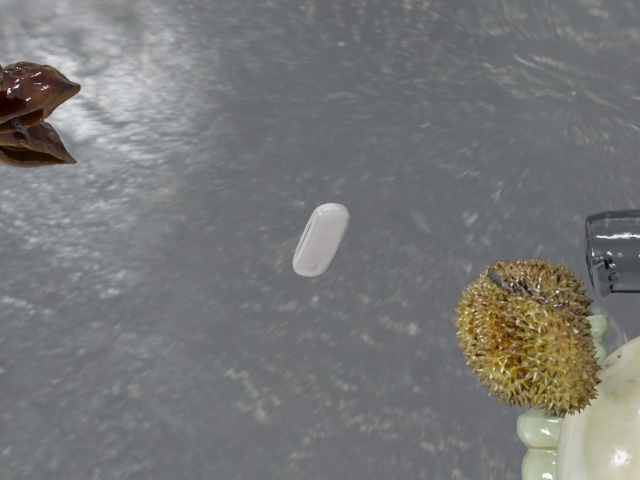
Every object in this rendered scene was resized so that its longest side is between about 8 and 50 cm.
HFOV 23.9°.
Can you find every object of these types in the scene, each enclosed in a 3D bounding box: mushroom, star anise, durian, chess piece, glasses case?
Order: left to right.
[{"bbox_3d":[-0.317,-0.114,1.365,0.196,0.111,0.212,-15,137,37],"label":"star anise"},{"bbox_3d":[0.000,0.000,1.313,0.032,0.021,0.083,2,135,-23],"label":"glasses case"},{"bbox_3d":[0.206,0.093,1.513,0.158,0.137,0.168,3,118,43],"label":"durian"},{"bbox_3d":[0.296,0.211,1.874,0.133,0.133,0.243,-2,89,10],"label":"chess piece"},{"bbox_3d":[0.415,0.265,1.582,0.315,0.356,0.315,-9,131,-11],"label":"mushroom"}]

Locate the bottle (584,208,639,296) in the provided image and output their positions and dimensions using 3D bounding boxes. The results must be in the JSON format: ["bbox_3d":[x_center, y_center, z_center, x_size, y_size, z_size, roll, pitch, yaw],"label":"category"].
[{"bbox_3d":[0.319,0.003,1.126,0.244,0.082,0.072,-3,127,17],"label":"bottle"}]
